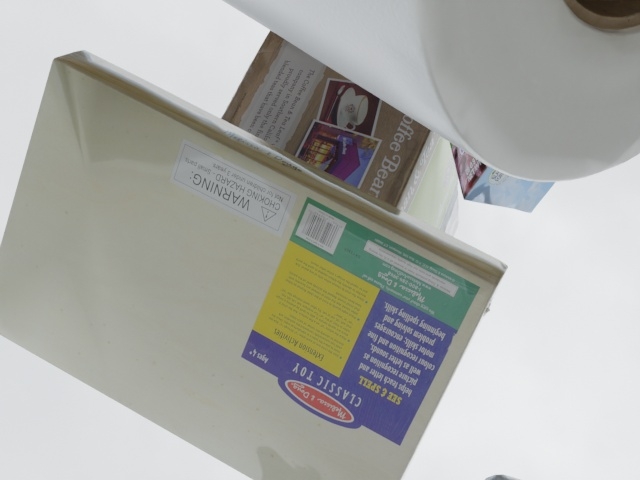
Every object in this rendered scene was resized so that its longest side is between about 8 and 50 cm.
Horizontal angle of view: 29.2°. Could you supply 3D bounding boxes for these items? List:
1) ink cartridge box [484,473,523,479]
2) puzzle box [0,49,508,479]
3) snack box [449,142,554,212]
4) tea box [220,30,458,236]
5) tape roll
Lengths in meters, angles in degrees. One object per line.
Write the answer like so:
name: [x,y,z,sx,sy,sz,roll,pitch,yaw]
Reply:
ink cartridge box: [0.064,0.259,0.521,0.091,0.308,0.385,43,-174,31]
puzzle box: [-0.080,0.048,1.037,0.408,0.272,0.052,28,-155,10]
snack box: [0.157,-0.156,0.951,0.070,0.174,0.207,11,-134,-21]
tea box: [0.000,0.000,1.354,0.220,0.323,0.329,18,-117,15]
tape roll: [0.066,-0.165,0.436,0.246,0.246,0.169,-7,-147,-44]
